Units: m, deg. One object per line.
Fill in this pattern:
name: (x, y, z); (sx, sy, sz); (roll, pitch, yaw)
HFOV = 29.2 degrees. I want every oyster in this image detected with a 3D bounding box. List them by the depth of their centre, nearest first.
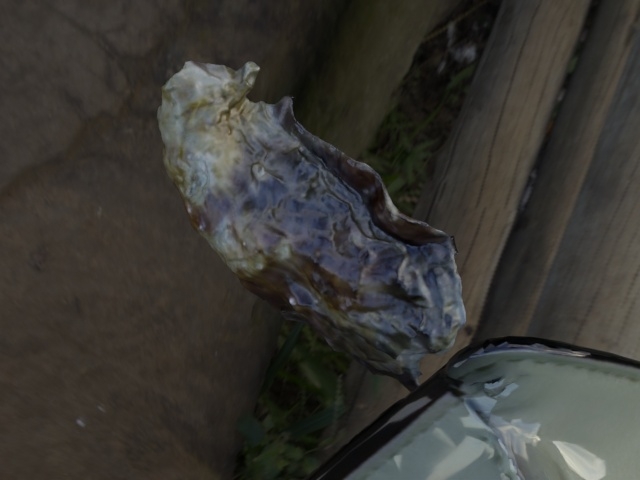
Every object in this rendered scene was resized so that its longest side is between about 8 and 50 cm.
oyster: (-0.006, 0.006, 0.950); (0.271, 0.275, 0.100); (14, 36, 32)

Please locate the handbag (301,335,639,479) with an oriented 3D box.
handbag: (0.042, 0.201, 0.416); (0.237, 0.358, 0.160); (14, 47, -36)
